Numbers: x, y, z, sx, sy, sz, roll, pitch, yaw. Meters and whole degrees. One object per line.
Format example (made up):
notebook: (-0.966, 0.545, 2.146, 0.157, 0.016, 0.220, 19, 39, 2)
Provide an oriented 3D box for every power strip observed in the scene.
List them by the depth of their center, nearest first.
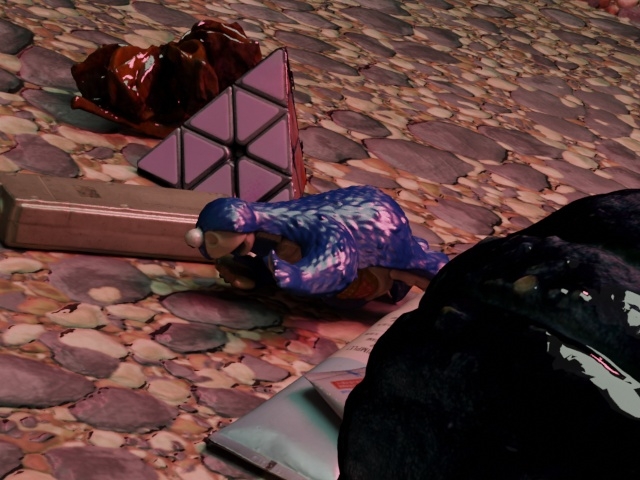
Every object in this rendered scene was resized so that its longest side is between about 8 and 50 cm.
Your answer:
power strip: (-0.187, -0.021, 1.540, 0.272, 0.052, 0.078, 6, 23, -29)

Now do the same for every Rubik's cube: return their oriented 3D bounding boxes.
Rubik's cube: (-0.108, -0.111, 1.726, 0.178, 0.190, 0.211, -1, 16, 1)

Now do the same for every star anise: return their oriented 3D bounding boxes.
star anise: (-0.172, -0.184, 1.882, 0.220, 0.126, 0.190, -13, 23, 1)

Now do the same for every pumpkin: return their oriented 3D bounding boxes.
pumpkin: (0.179, 0.149, 0.945, 0.363, 0.363, 0.266, 2, 11, -33)

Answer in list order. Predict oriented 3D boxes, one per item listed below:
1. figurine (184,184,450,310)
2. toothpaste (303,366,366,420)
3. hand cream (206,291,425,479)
figurine: (0.001, 0.000, 1.508, 0.262, 0.120, 0.164, 11, -1, -40)
toothpaste: (0.080, 0.164, 1.221, 0.089, 0.057, 0.234, -3, 36, -36)
hand cream: (0.034, 0.128, 1.336, 0.111, 0.070, 0.312, 26, 31, 20)
